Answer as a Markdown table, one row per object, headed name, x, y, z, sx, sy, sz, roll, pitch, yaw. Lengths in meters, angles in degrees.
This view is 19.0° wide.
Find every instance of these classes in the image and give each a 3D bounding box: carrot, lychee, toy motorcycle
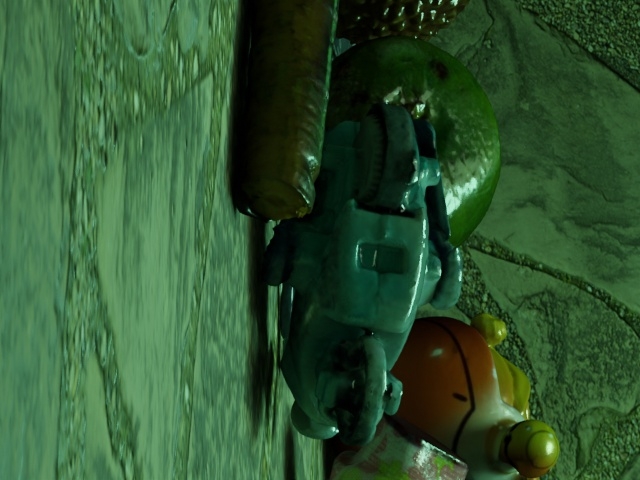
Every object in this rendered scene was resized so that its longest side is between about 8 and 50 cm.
| name | x | y | z | sx | sy | sz | roll | pitch | yaw |
| --- | --- | --- | --- | --- | --- | --- | --- | --- | --- |
| carrot | -0.023 | -0.122 | 1.358 | 0.070 | 0.070 | 0.260 | 82 | 10 | -52 |
| lychee | 0.075 | -0.285 | 1.798 | 0.238 | 0.200 | 0.200 | -68 | 159 | -46 |
| toy motorcycle | 0.022 | 0.027 | 1.452 | 0.206 | 0.154 | 0.260 | 160 | -63 | -71 |

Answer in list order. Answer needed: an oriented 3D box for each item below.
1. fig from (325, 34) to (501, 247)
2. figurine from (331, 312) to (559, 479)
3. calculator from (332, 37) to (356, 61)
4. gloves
| name | x | y | z | sx | sy | sz | roll | pitch | yaw |
| --- | --- | --- | --- | --- | --- | --- | --- | --- | --- |
| fig | 0.037 | -0.065 | 1.695 | 0.235 | 0.203 | 0.203 | -26 | -122 | 52 |
| figurine | 0.104 | 0.215 | 1.932 | 0.320 | 0.196 | 0.323 | -31 | -142 | 45 |
| calculator | 0.021 | -0.218 | 2.065 | 0.274 | 0.028 | 0.166 | 75 | 18 | -61 |
| gloves | 0.032 | 0.271 | 1.594 | 0.241 | 0.126 | 0.145 | -57 | 160 | 2 |
